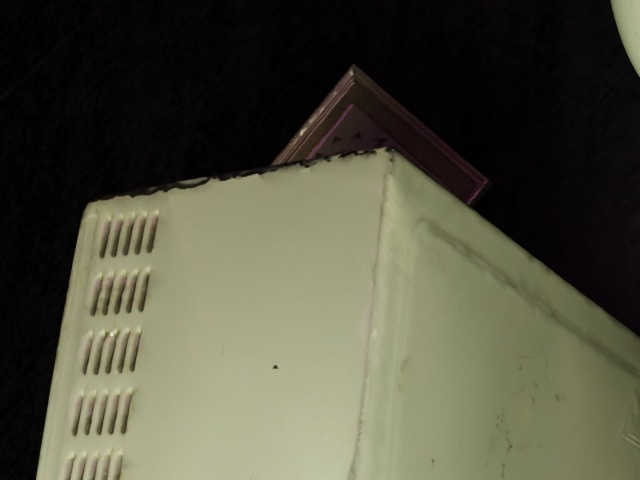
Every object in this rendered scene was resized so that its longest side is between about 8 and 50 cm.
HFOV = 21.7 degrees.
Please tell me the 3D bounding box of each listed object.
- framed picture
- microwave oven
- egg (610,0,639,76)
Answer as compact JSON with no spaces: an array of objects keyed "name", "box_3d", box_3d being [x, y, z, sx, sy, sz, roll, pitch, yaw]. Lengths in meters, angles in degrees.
[{"name":"framed picture","box_3d":[0.000,0.000,1.219,0.231,0.010,0.173,-51,51,5]},{"name":"microwave oven","box_3d":[0.025,0.139,0.922,0.218,0.355,0.286,-8,66,32]},{"name":"egg","box_3d":[0.264,-0.199,1.015,0.183,0.183,0.264,9,83,37]}]
